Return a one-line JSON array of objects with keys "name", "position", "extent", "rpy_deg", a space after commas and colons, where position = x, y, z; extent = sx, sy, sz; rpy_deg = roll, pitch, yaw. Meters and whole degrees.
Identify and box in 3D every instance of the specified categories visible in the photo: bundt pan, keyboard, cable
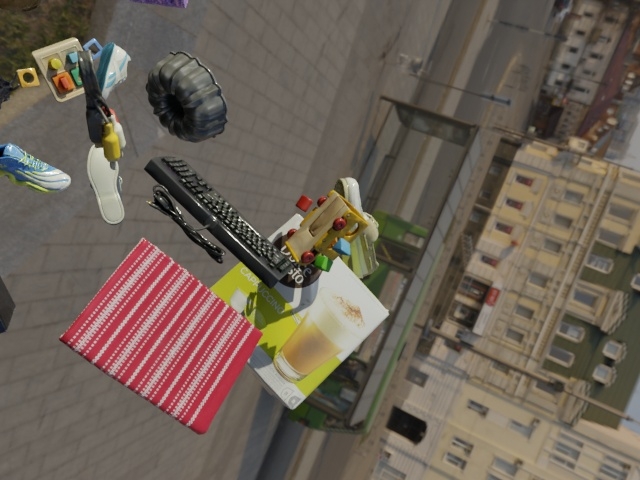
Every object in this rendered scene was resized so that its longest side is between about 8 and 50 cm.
[{"name": "bundt pan", "position": [-0.489, -0.487, 1.920], "extent": [0.124, 0.331, 0.330], "rpy_deg": [-45, 153, -36]}, {"name": "keyboard", "position": [-0.188, -0.036, 0.974], "extent": [0.033, 0.317, 0.201], "rpy_deg": [-48, 178, 23]}, {"name": "cable", "position": [-0.428, -0.276, 1.076], "extent": [0.287, 0.072, 0.139], "rpy_deg": [116, -34, -55]}]

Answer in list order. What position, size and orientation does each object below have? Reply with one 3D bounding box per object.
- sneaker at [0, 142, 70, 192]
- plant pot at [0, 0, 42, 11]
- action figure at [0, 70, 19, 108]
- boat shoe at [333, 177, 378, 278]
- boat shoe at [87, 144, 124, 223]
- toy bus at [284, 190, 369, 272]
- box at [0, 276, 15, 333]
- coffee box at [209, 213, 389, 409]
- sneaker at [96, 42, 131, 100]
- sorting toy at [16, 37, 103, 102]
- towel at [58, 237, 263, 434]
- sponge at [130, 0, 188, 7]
[{"name": "sneaker", "position": [-0.865, -0.213, 1.589], "extent": [0.126, 0.240, 0.091], "rpy_deg": [119, -18, -63]}, {"name": "plant pot", "position": [-0.688, -0.692, 1.245], "extent": [0.237, 0.255, 0.236], "rpy_deg": [14, 71, -49]}, {"name": "action figure", "position": [-0.982, -0.407, 1.539], "extent": [0.141, 0.276, 0.163], "rpy_deg": [114, -39, -72]}, {"name": "boat shoe", "position": [0.095, -0.033, 1.418], "extent": [0.113, 0.104, 0.302], "rpy_deg": [-113, -165, -53]}, {"name": "boat shoe", "position": [-0.666, -0.173, 1.696], "extent": [0.095, 0.079, 0.254], "rpy_deg": [-18, 95, -22]}, {"name": "toy bus", "position": [0.010, -0.005, 1.197], "extent": [0.104, 0.202, 0.190], "rpy_deg": [34, 61, -42]}, {"name": "box", "position": [-0.948, 0.121, 1.290], "extent": [0.294, 0.183, 0.296], "rpy_deg": [-22, 111, -15]}, {"name": "coffee box", "position": [-0.090, 0.185, 1.416], "extent": [0.334, 0.337, 0.338], "rpy_deg": [-42, 179, -16]}, {"name": "sneaker", "position": [-0.744, -0.577, 1.929], "extent": [0.092, 0.088, 0.228], "rpy_deg": [24, 85, -57]}, {"name": "sorting toy", "position": [-0.947, -0.639, 2.035], "extent": [0.348, 0.047, 0.195], "rpy_deg": [-39, 122, -33]}, {"name": "towel", "position": [-0.233, 0.154, 0.858], "extent": [0.275, 0.031, 0.198], "rpy_deg": [44, 58, -23]}, {"name": "sponge", "position": [-0.292, -0.384, 0.734], "extent": [0.117, 0.210, 0.031], "rpy_deg": [94, 3, -58]}]
